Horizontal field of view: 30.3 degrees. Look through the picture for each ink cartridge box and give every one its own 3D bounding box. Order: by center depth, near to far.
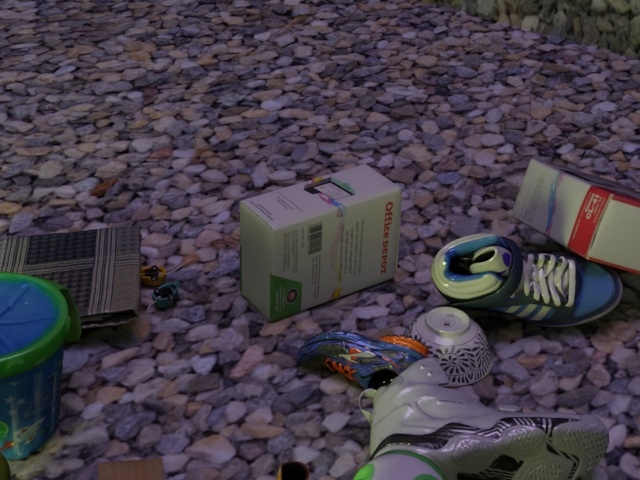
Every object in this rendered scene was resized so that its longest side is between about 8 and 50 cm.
[{"bbox_3d":[0.000,0.000,2.145,0.278,0.201,0.117,-18,38,-29],"label":"ink cartridge box"},{"bbox_3d":[0.525,-0.038,2.182,0.226,0.131,0.306,14,13,-21],"label":"ink cartridge box"}]

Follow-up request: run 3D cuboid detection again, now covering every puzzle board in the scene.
[{"bbox_3d":[-0.276,0.368,1.728,0.097,0.011,0.128,-3,33,-9],"label":"puzzle board"}]

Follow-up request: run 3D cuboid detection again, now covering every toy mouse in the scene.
[{"bbox_3d":[-0.313,0.097,2.135,0.161,0.031,0.143,-5,33,-11],"label":"toy mouse"}]

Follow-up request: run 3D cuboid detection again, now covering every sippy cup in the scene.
[{"bbox_3d":[-0.487,0.202,1.780,0.306,0.224,0.240,-13,34,-23],"label":"sippy cup"}]

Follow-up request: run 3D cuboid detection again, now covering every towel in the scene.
[{"bbox_3d":[-0.473,0.078,2.120,0.312,0.056,0.324,-6,29,-3],"label":"towel"}]

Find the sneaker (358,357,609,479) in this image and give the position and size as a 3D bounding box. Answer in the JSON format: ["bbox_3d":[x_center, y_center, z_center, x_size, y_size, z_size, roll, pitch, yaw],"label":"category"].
[{"bbox_3d":[0.236,0.272,1.785,0.366,0.137,0.210,-7,36,-8],"label":"sneaker"}]

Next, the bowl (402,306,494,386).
[{"bbox_3d":[0.214,0.165,2.010,0.170,0.080,0.170,2,33,-1],"label":"bowl"}]

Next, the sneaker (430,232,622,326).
[{"bbox_3d":[0.350,0.065,2.023,0.323,0.130,0.236,3,-12,15],"label":"sneaker"}]

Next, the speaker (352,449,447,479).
[{"bbox_3d":[0.058,0.344,1.280,0.131,0.131,0.296,11,21,14],"label":"speaker"}]

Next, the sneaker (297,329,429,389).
[{"bbox_3d":[0.065,0.201,1.945,0.221,0.083,0.087,0,62,19],"label":"sneaker"}]

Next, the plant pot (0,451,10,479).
[{"bbox_3d":[-0.487,0.397,1.330,0.275,0.274,0.293,-5,49,-11],"label":"plant pot"}]

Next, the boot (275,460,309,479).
[{"bbox_3d":[-0.058,0.439,1.373,0.096,0.280,0.264,22,25,-13],"label":"boot"}]
